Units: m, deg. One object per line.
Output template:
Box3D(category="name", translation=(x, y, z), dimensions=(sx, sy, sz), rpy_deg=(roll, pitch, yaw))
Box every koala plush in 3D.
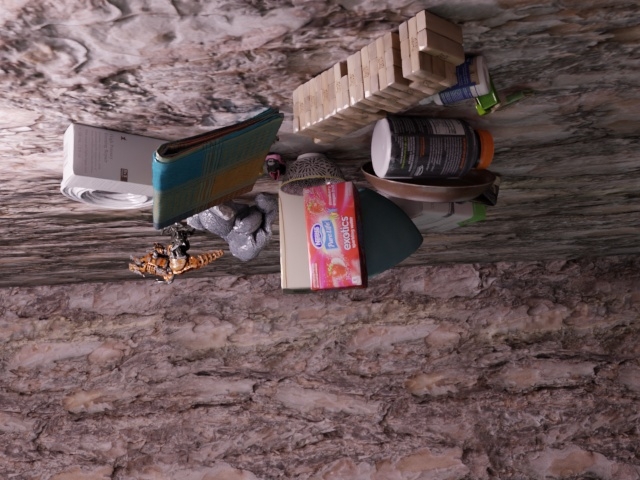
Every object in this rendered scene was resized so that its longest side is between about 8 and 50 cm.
Box3D(category="koala plush", translation=(-0.271, -0.058, 1.728), dimensions=(0.196, 0.203, 0.221), rpy_deg=(-14, 153, 43))

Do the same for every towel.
Box3D(category="towel", translation=(-0.237, -0.145, 1.247), dimensions=(0.271, 0.040, 0.370), rpy_deg=(-25, 170, -23))

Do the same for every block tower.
Box3D(category="block tower", translation=(0.079, -0.260, 0.979), dimensions=(0.097, 0.091, 0.335), rpy_deg=(7, 165, -38))

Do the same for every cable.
Box3D(category="cable", translation=(-0.497, -0.146, 1.421), dimensions=(0.257, 0.089, 0.257), rpy_deg=(9, 164, -44))

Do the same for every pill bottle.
Box3D(category="pill bottle", translation=(0.228, -0.274, 1.002), dimensions=(0.120, 0.067, 0.067), rpy_deg=(-9, 168, 26))
Box3D(category="pill bottle", translation=(0.243, -0.197, 1.238), dimensions=(0.245, 0.130, 0.130), rpy_deg=(0, 169, -12))

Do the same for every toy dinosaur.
Box3D(category="toy dinosaur", translation=(-0.521, 0.051, 2.081), dimensions=(0.322, 0.218, 0.164), rpy_deg=(1, 167, -21))

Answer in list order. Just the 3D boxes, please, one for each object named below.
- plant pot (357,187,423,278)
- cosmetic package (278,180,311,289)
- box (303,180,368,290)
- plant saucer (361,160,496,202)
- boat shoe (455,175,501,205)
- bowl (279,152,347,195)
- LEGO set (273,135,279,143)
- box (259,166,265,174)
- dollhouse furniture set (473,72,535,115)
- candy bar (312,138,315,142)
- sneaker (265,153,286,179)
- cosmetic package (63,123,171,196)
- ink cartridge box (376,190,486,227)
Box3D(category="plant pot", translation=(0.112, -0.030, 1.594), dimensions=(0.290, 0.195, 0.290), rpy_deg=(-26, -169, 5))
Box3D(category="cosmetic package", translation=(-0.062, -0.006, 1.678), dimensions=(0.113, 0.309, 0.160), rpy_deg=(-3, 168, -3))
Box3D(category="box", translation=(0.038, -0.004, 1.422), dimensions=(0.128, 0.257, 0.122), rpy_deg=(-6, 170, 12))
Box3D(category="plant saucer", translation=(0.249, -0.142, 1.351), dimensions=(0.310, 0.050, 0.310), rpy_deg=(3, -161, -1))
Box3D(category="boat shoe", translation=(0.400, -0.148, 1.625), dimensions=(0.285, 0.092, 0.103), rpy_deg=(4, 167, -33))
Box3D(category="bowl", translation=(-0.020, -0.170, 1.439), dimensions=(0.170, 0.080, 0.170), rpy_deg=(-4, 169, -1))
Box3D(category="LEGO set", translation=(-0.119, -0.220, 1.301), dimensions=(0.054, 0.023, 0.083), rpy_deg=(-1, 169, -10))
Box3D(category="box", translation=(-0.220, -0.185, 1.414), dimensions=(0.105, 0.043, 0.179), rpy_deg=(-10, 165, 30))
Box3D(category="dollhouse furniture set", translation=(0.340, -0.284, 1.102), dimensions=(0.076, 0.059, 0.151), rpy_deg=(-24, 177, 43))
Box3D(category="candy bar", translation=(0.016, -0.241, 1.244), dimensions=(0.040, 0.018, 0.161), rpy_deg=(3, 168, -12))
Box3D(category="sneaker", translation=(-0.113, -0.176, 1.449), dimensions=(0.047, 0.057, 0.119), rpy_deg=(-7, 170, 10))
Box3D(category="cosmetic package", translation=(-0.429, -0.168, 1.252), dimensions=(0.231, 0.117, 0.085), rpy_deg=(3, 166, -36))
Box3D(category="ink cartridge box", translation=(0.335, -0.107, 1.762), dimensions=(0.273, 0.115, 0.198), rpy_deg=(5, 166, -34))
